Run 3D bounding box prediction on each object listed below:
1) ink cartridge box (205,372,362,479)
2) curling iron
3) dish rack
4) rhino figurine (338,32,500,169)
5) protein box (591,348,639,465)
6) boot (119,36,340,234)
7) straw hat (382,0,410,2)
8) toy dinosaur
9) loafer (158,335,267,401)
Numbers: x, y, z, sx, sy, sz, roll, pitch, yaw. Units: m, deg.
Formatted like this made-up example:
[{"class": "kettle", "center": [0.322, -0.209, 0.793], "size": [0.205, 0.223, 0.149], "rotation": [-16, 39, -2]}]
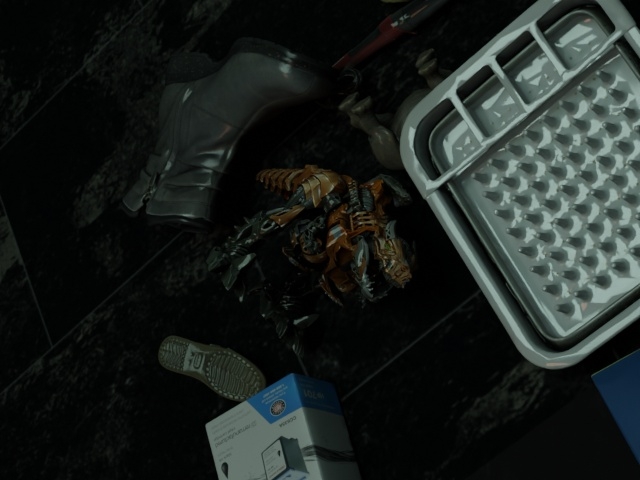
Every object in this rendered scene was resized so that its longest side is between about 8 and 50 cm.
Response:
[{"class": "ink cartridge box", "center": [-0.033, 0.264, 1.780], "size": [0.139, 0.082, 0.191], "rotation": [-33, 57, 26]}, {"class": "curling iron", "center": [0.097, -0.237, 1.863], "size": [0.274, 0.035, 0.068], "rotation": [-38, 60, 24]}, {"class": "dish rack", "center": [0.259, -0.064, 1.633], "size": [0.285, 0.072, 0.333], "rotation": [-40, 63, 21]}, {"class": "rhino figurine", "center": [0.141, -0.156, 1.766], "size": [0.243, 0.106, 0.073], "rotation": [-27, 22, 28]}, {"class": "protein box", "center": [0.382, 0.169, 1.409], "size": [0.201, 0.136, 0.200], "rotation": [-30, 58, 8]}, {"class": "boot", "center": [-0.108, -0.111, 1.906], "size": [0.338, 0.118, 0.223], "rotation": [-3, 68, 61]}, {"class": "straw hat", "center": [0.087, -0.308, 1.872], "size": [0.144, 0.144, 0.061], "rotation": [42, 146, 39]}, {"class": "toy dinosaur", "center": [0.000, 0.000, 1.819], "size": [0.218, 0.164, 0.322], "rotation": [-45, 13, 1]}, {"class": "loafer", "center": [-0.121, 0.149, 1.908], "size": [0.148, 0.050, 0.056], "rotation": [23, 95, 25]}]
